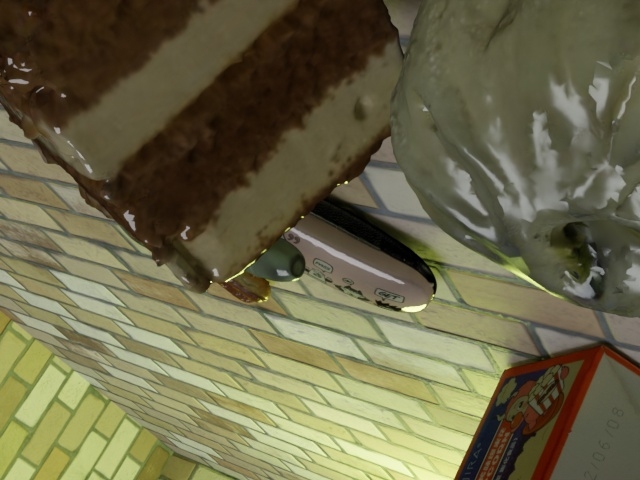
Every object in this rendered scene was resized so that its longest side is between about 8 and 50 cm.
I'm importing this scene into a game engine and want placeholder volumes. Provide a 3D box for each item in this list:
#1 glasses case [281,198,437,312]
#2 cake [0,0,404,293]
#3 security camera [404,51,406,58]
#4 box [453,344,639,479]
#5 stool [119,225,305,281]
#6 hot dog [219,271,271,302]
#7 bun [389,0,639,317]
[{"bbox_3d":[0.000,0.000,1.291,0.314,0.075,0.122,28,155,5],"label":"glasses case"},{"bbox_3d":[-0.115,-0.158,0.788,0.256,0.282,0.290,39,170,46],"label":"cake"},{"bbox_3d":[0.111,-0.137,0.910,0.092,0.058,0.058,44,157,-1],"label":"security camera"},{"bbox_3d":[0.342,0.368,1.298,0.319,0.348,0.257,32,158,-8],"label":"box"},{"bbox_3d":[-0.102,-0.078,1.098,0.199,0.195,0.195,5,147,42],"label":"stool"},{"bbox_3d":[-0.149,0.042,1.609,0.165,0.045,0.071,41,157,-25],"label":"hot dog"},{"bbox_3d":[0.206,-0.069,0.704,0.360,0.211,0.359,25,156,12],"label":"bun"}]
